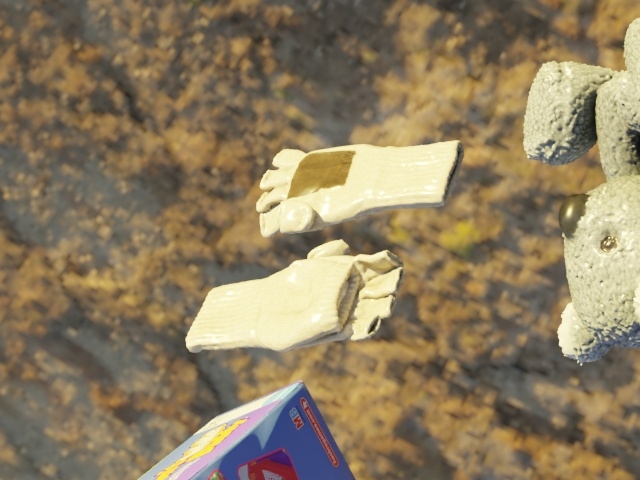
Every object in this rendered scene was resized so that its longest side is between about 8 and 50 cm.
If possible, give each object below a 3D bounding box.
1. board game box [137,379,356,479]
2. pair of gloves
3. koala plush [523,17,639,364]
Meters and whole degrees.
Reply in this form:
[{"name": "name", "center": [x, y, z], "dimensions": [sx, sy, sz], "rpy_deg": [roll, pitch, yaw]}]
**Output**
[{"name": "board game box", "center": [-0.009, 0.285, 0.885], "dimensions": [0.078, 0.233, 0.347], "rpy_deg": [-25, 94, 30]}, {"name": "pair of gloves", "center": [0.000, 0.000, 1.303], "dimensions": [0.204, 0.240, 0.042], "rpy_deg": [-3, 135, 38]}, {"name": "koala plush", "center": [0.250, -0.016, 1.111], "dimensions": [0.203, 0.221, 0.196], "rpy_deg": [27, 159, -16]}]
